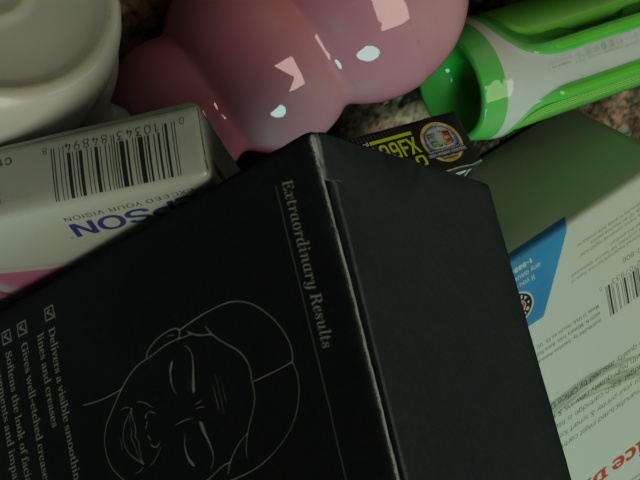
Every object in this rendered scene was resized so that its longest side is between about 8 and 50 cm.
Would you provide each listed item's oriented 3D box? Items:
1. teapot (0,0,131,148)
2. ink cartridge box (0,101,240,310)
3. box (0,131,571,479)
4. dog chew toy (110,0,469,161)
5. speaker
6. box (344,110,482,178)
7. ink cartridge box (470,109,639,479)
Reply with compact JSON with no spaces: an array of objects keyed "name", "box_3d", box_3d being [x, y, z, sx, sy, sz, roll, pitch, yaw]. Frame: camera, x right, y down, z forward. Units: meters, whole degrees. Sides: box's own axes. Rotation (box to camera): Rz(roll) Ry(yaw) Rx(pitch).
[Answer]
[{"name":"teapot","box_3d":[-0.287,-0.144,1.359,0.252,0.256,0.187,-46,178,-40]},{"name":"ink cartridge box","box_3d":[-0.204,0.019,1.404,0.324,0.071,0.330,-13,157,7]},{"name":"box","box_3d":[-0.051,0.146,1.308,0.395,0.293,0.212,-28,155,34]},{"name":"dog chew toy","box_3d":[-0.038,-0.171,1.541,0.332,0.206,0.206,-35,132,-6]},{"name":"speaker","box_3d":[0.245,-0.190,1.795,0.297,0.131,0.131,-20,125,-29]},{"name":"box","box_3d":[0.000,0.000,1.665,0.216,0.060,0.270,-17,157,-31]},{"name":"ink cartridge box","box_3d":[0.238,0.104,1.931,0.285,0.166,0.395,-32,130,-20]}]
